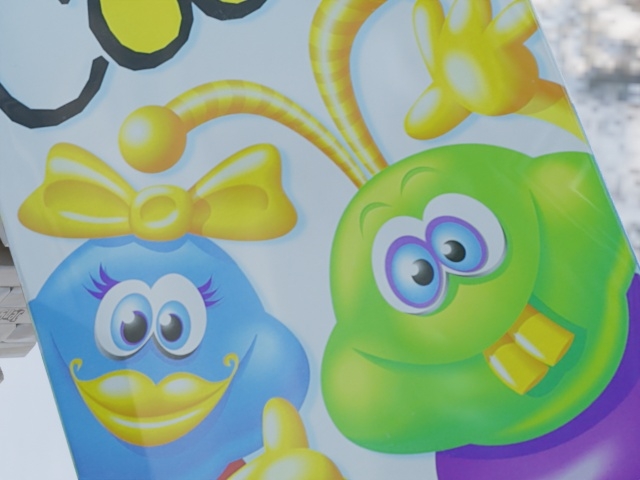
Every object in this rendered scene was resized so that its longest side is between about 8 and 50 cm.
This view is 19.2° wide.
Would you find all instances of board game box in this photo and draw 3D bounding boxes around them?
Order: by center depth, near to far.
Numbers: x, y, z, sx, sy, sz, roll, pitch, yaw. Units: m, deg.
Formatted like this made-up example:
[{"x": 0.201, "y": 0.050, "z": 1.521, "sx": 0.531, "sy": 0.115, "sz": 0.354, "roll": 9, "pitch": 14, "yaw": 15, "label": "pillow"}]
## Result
[{"x": 0.000, "y": 0.000, "z": 0.509, "sx": 0.142, "sy": 0.144, "sz": 0.275, "roll": 63, "pitch": 6, "yaw": -71, "label": "board game box"}]

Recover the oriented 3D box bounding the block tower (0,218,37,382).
[{"x": -0.224, "y": 0.041, "z": 1.048, "sx": 0.097, "sy": 0.335, "sz": 0.091, "roll": 3, "pitch": 50, "yaw": -49, "label": "block tower"}]
